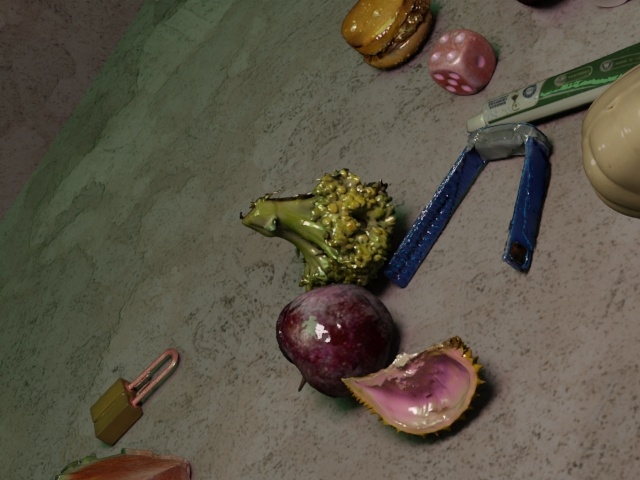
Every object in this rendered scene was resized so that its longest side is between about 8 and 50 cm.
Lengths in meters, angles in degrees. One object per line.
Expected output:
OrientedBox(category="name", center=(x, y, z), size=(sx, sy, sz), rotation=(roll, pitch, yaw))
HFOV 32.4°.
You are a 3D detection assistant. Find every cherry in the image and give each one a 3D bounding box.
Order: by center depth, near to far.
OrientedBox(category="cherry", center=(0.026, 0.156, 1.797), size=(0.195, 0.195, 0.195), rotation=(-31, 39, 29))

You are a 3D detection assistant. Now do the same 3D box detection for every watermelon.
OrientedBox(category="watermelon", center=(-0.391, 0.478, 1.970), size=(0.292, 0.222, 0.319), rotation=(-11, 52, 40))

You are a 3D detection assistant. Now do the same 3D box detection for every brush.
OrientedBox(category="brush", center=(-0.376, 0.305, 2.256), size=(0.233, 0.047, 0.103), rotation=(-46, 34, 10))

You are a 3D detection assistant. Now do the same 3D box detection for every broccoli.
OrientedBox(category="broccoli", center=(0.014, 0.011, 1.886), size=(0.242, 0.273, 0.180), rotation=(-61, 39, 45))

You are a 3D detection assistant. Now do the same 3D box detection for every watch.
OrientedBox(category="watch", center=(0.251, -0.060, 1.831), size=(0.276, 0.068, 0.274), rotation=(-9, 58, 46))

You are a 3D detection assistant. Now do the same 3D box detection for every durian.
OrientedBox(category="durian", center=(0.149, 0.210, 1.638), size=(0.182, 0.132, 0.165), rotation=(-45, 42, 5))

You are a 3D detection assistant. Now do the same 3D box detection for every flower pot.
OrientedBox(category="flower pot", center=(0.494, -0.080, 1.362), size=(0.307, 0.307, 0.244), rotation=(-29, 60, 32))

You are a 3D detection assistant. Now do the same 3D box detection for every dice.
OrientedBox(category="dice", center=(0.260, -0.328, 2.026), size=(0.091, 0.094, 0.093), rotation=(7, 65, 49))

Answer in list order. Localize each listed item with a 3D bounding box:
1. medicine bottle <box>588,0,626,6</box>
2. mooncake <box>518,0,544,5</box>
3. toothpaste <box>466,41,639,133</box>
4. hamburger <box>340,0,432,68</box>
OrientedBox(category="medicine bottle", center=(0.505, -0.498, 1.893), size=(0.086, 0.086, 0.183), rotation=(-13, 50, 44))
OrientedBox(category="mooncake", center=(0.330, -0.579, 1.984), size=(0.174, 0.334, 0.326), rotation=(-44, -9, 13))
OrientedBox(category="toothpaste", center=(0.405, -0.245, 1.810), size=(0.392, 0.061, 0.098), rotation=(-17, 47, 37))
OrientedBox(category="hamburger", center=(0.147, -0.442, 2.245), size=(0.191, 0.118, 0.181), rotation=(-37, 40, 28))
